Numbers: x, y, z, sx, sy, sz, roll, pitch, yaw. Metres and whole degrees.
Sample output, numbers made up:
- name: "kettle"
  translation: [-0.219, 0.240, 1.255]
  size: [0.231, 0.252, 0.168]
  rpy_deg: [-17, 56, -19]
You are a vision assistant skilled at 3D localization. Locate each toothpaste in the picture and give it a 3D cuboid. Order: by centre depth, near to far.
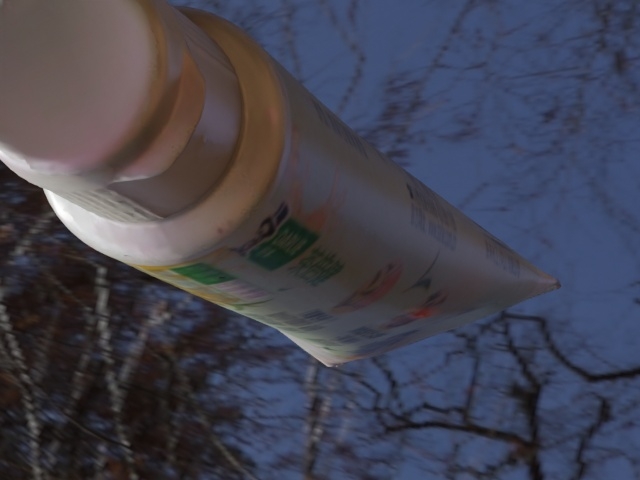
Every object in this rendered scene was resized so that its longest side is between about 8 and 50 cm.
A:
- name: "toothpaste"
  translation: [0.000, 0.000, 0.471]
  size: [0.058, 0.314, 0.056]
  rpy_deg: [24, -93, 18]
